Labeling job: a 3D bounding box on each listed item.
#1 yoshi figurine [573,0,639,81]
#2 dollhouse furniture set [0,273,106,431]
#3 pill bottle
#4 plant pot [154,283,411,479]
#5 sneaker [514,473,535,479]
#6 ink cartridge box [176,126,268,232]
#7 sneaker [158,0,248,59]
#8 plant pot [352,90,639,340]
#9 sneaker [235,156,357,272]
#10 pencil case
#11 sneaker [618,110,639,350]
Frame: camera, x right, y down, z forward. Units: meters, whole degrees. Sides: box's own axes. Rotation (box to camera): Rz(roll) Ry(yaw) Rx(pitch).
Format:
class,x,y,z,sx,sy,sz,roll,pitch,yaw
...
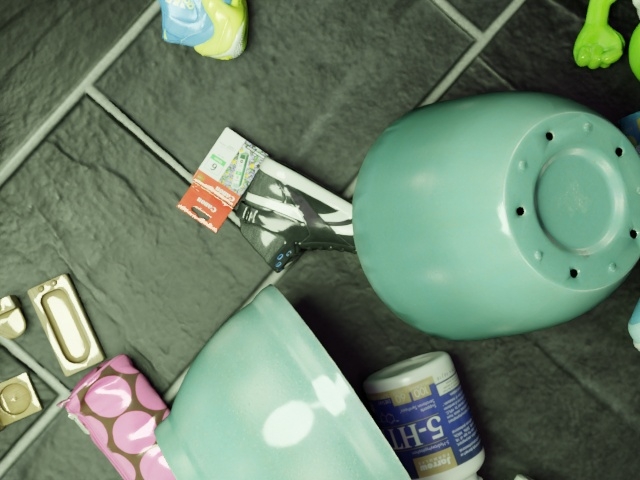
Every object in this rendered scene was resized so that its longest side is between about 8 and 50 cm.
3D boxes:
class,x,y,z,sx,sy,sz,roll,pitch,yaw
yoshi figurine,0.359,-0.302,1.164,0.362,0.203,0.203,32,103,-5
dollhouse furniture set,-0.343,0.134,1.132,0.151,0.123,0.144,-24,91,-4
pill bottle,0.132,0.237,1.168,0.112,0.112,0.186,-20,90,-4
plant pot,-0.054,0.220,1.059,0.196,0.293,0.293,-33,91,-7
sneaker,0.291,0.413,1.185,0.151,0.094,0.256,-43,91,0
ink cartridge box,-0.120,-0.073,1.198,0.063,0.029,0.115,34,87,-3
sneaker,-0.144,-0.340,1.171,0.126,0.091,0.240,4,90,-3
plant pot,0.214,-0.032,1.076,0.293,0.235,0.292,1,86,-22
sneaker,0.000,0.000,1.189,0.217,0.079,0.121,29,98,-3
pencil case,-0.211,0.240,1.158,0.098,0.095,0.209,-39,91,-34
sneaker,0.413,-0.036,1.187,0.208,0.127,0.319,36,77,-4
